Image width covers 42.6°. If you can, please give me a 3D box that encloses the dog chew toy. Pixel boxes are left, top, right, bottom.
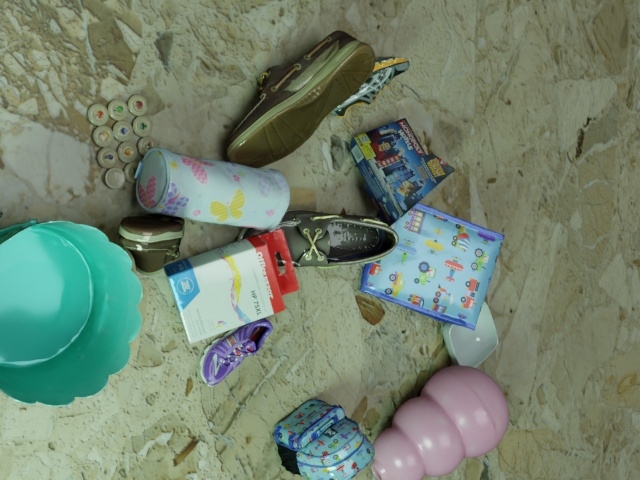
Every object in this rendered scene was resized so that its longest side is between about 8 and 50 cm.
[{"bbox_3d":[0.252,0.419,1.803,0.331,0.206,0.207,-30,112,-22],"label":"dog chew toy"}]

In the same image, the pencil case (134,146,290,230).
[{"bbox_3d":[-0.186,-0.091,1.448,0.273,0.124,0.113,7,124,-41],"label":"pencil case"}]

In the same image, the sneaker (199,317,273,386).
[{"bbox_3d":[-0.158,0.203,1.543,0.170,0.071,0.068,-48,120,-22],"label":"sneaker"}]

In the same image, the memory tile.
[{"bbox_3d":[-0.334,-0.169,1.407,0.113,0.012,0.148,-20,107,-33],"label":"memory tile"}]

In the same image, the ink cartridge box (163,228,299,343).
[{"bbox_3d":[-0.151,0.079,1.486,0.231,0.078,0.134,-19,107,-12],"label":"ink cartridge box"}]

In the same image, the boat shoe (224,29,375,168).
[{"bbox_3d":[-0.057,-0.272,1.548,0.342,0.123,0.123,-43,150,-4],"label":"boat shoe"}]

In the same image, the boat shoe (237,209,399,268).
[{"bbox_3d":[0.000,0.000,1.605,0.324,0.096,0.117,-1,96,-28],"label":"boat shoe"}]

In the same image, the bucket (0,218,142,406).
[{"bbox_3d":[-0.430,0.100,1.259,0.281,0.183,0.281,-4,97,-36],"label":"bucket"}]

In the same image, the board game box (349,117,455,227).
[{"bbox_3d":[0.177,-0.151,1.728,0.194,0.060,0.194,-23,81,-32],"label":"board game box"}]

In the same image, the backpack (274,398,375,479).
[{"bbox_3d":[0.013,0.404,1.629,0.158,0.173,0.117,-29,112,-30],"label":"backpack"}]

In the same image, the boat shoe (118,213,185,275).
[{"bbox_3d":[-0.268,0.012,1.341,0.095,0.257,0.095,9,94,3],"label":"boat shoe"}]

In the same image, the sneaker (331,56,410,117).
[{"bbox_3d":[0.093,-0.319,1.671,0.214,0.084,0.083,-26,110,-21],"label":"sneaker"}]

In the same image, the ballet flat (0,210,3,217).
[{"bbox_3d":[-0.543,-0.051,1.250,0.114,0.041,0.041,-5,98,-37],"label":"ballet flat"}]

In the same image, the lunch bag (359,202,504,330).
[{"bbox_3d":[0.222,0.042,1.786,0.293,0.138,0.221,21,84,-25],"label":"lunch bag"}]

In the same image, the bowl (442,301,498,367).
[{"bbox_3d":[0.344,0.223,1.931,0.142,0.053,0.142,-35,114,-30],"label":"bowl"}]
